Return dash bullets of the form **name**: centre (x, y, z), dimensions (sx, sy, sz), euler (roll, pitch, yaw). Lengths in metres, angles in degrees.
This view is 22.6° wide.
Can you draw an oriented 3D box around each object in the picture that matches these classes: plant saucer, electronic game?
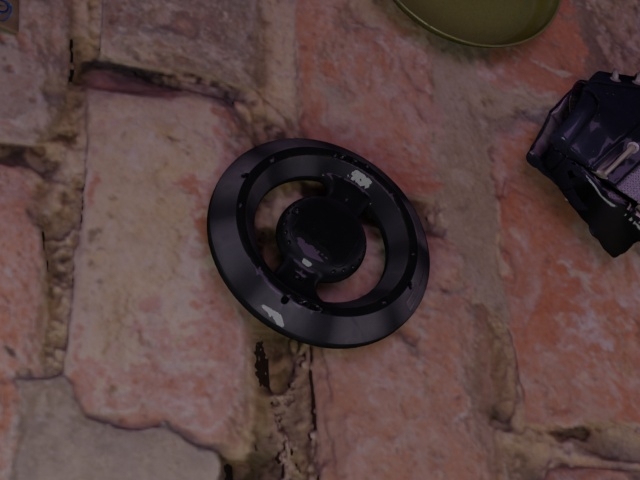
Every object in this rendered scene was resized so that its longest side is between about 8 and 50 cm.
- **plant saucer**: centre (0.157, -0.309, 1.801), dimensions (0.241, 0.037, 0.241), euler (11, 59, -18)
- **electronic game**: centre (0.000, 0.000, 1.552), dimensions (0.229, 0.048, 0.229), euler (11, 57, -17)

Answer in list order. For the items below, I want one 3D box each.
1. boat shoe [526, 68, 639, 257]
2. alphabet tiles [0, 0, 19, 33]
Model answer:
- **boat shoe**: centre (0.360, -0.148, 1.735), dimensions (0.158, 0.127, 0.340), euler (43, 55, -4)
- **alphabet tiles**: centre (-0.394, -0.319, 1.547), dimensions (0.237, 0.009, 0.198), euler (19, 54, -36)
